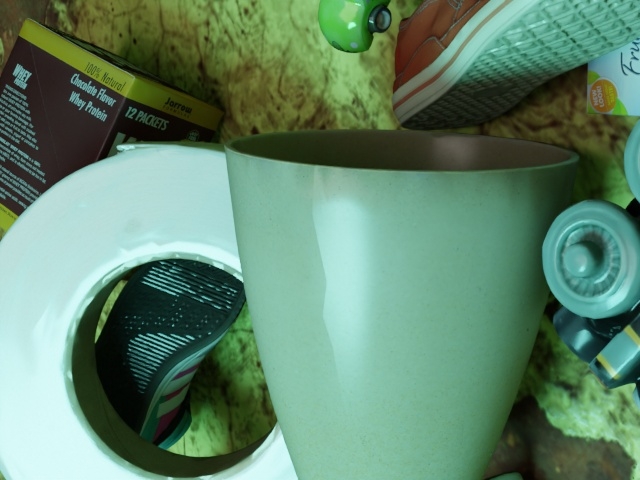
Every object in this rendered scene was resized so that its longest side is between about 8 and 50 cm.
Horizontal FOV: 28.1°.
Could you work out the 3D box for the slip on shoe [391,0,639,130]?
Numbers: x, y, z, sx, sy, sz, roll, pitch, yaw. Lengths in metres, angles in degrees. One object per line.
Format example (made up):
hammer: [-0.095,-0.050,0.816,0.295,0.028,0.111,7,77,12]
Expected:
slip on shoe: [0.137,-0.165,0.894,0.331,0.123,0.101,151,114,-67]

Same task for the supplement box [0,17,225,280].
supplement box: [-0.235,-0.090,1.281,0.191,0.129,0.194,31,98,38]

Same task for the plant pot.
plant pot: [0.055,0.065,0.958,0.256,0.256,0.274,13,106,44]

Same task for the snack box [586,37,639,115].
snack box: [0.236,-0.157,0.887,0.100,0.037,0.141,9,105,47]

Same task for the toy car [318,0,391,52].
toy car: [0.053,-0.256,0.990,0.239,0.053,0.225,24,91,41]

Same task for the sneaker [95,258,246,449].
sneaker: [-0.160,0.119,1.299,0.124,0.178,0.295,36,85,3]

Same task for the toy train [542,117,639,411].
toy train: [0.281,-0.010,0.777,0.190,0.142,0.334,54,125,27]

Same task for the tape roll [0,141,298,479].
tape roll: [-0.118,0.105,1.130,0.392,0.072,0.392,1,97,9]

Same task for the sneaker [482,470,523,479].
sneaker: [0.086,0.340,1.082,0.330,0.122,0.146,-50,61,40]
